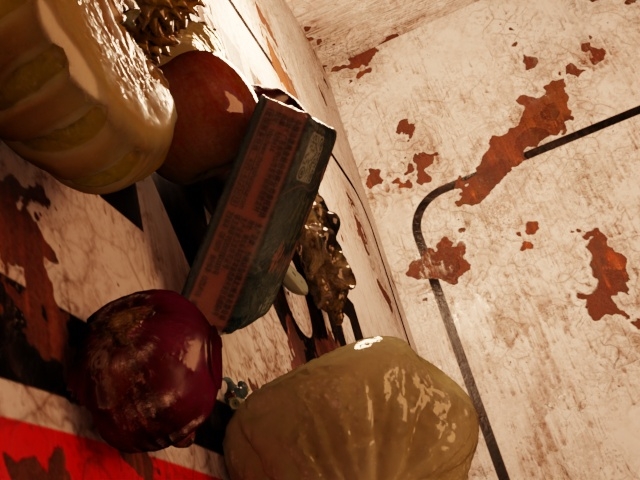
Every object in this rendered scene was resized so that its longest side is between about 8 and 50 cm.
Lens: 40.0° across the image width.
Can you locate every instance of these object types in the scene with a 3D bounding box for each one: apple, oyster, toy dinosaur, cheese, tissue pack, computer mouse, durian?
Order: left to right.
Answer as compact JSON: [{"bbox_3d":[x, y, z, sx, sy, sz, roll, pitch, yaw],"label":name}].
[{"bbox_3d":[-0.264,-0.307,1.196,0.183,0.138,0.250,25,1,18],"label":"durian"},{"bbox_3d":[-0.229,-0.327,1.591,0.167,0.094,0.123,-90,158,-63],"label":"cheese"},{"bbox_3d":[-0.181,-0.179,1.279,0.173,0.188,0.188,63,11,1],"label":"apple"},{"bbox_3d":[-0.114,0.225,1.222,0.047,0.031,0.083,-24,91,-81],"label":"toy dinosaur"},{"bbox_3d":[-0.081,-0.034,1.244,0.228,0.103,0.315,-5,117,-79],"label":"tissue pack"},{"bbox_3d":[-0.067,0.072,1.765,0.110,0.032,0.056,50,17,-29],"label":"computer mouse"},{"bbox_3d":[0.000,0.009,2.002,0.221,0.096,0.361,34,39,-53],"label":"oyster"}]

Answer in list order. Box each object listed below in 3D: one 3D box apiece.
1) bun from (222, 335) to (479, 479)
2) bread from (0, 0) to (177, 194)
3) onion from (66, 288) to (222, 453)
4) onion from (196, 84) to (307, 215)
[{"bbox_3d":[0.053,0.301,1.152,0.349,0.352,0.227,9,37,-33],"label":"bun"},{"bbox_3d":[-0.283,-0.203,0.900,0.333,0.160,0.333,62,11,-22],"label":"bread"},{"bbox_3d":[-0.154,0.144,0.907,0.173,0.135,0.198,-97,164,-45],"label":"onion"},{"bbox_3d":[-0.137,-0.137,1.532,0.272,0.195,0.272,-16,109,-53],"label":"onion"}]
